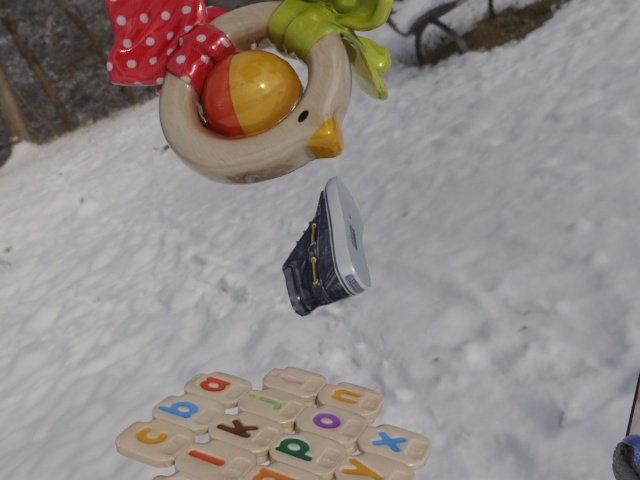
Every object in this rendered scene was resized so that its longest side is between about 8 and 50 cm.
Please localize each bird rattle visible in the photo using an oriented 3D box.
[{"bbox_3d":[-0.064,-0.144,0.539,0.253,0.143,0.207,-4,63,8],"label":"bird rattle"}]

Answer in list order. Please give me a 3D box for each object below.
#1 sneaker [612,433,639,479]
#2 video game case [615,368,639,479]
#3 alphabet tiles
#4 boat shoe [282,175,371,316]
[{"bbox_3d":[0.406,0.190,0.542,0.329,0.147,0.130,8,-4,-1],"label":"sneaker"},{"bbox_3d":[0.547,0.295,0.889,0.248,0.035,0.275,6,50,35],"label":"video game case"},{"bbox_3d":[-0.043,0.204,0.648,0.277,0.021,0.284,12,19,21],"label":"alphabet tiles"},{"bbox_3d":[0.000,0.000,0.724,0.083,0.065,0.183,-26,34,17],"label":"boat shoe"}]
